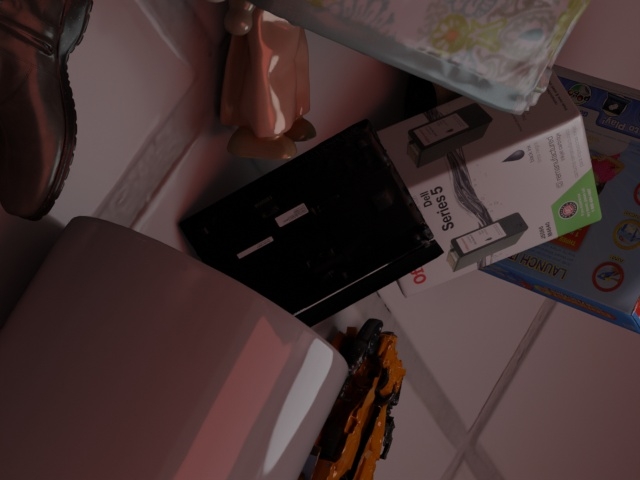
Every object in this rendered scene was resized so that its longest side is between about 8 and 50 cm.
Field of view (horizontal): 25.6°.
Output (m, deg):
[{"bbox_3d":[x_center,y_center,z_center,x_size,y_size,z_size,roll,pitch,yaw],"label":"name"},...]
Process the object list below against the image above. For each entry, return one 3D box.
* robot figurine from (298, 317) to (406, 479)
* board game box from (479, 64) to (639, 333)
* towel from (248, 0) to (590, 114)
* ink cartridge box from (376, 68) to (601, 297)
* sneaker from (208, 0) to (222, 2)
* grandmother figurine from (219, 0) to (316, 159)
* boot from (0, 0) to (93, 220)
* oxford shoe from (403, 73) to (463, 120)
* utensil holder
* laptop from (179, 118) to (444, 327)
[{"bbox_3d":[0.029,0.240,1.796,0.211,0.085,0.291,66,40,-54],"label":"robot figurine"},{"bbox_3d":[0.364,-0.067,1.936,0.302,0.308,0.086,-61,148,-9],"label":"board game box"},{"bbox_3d":[0.139,-0.310,1.351,0.374,0.090,0.320,16,107,-39],"label":"towel"},{"bbox_3d":[0.188,-0.071,1.728,0.273,0.115,0.198,-23,138,1],"label":"ink cartridge box"},{"bbox_3d":[-0.111,-0.295,1.312,0.058,0.084,0.152,4,89,-49],"label":"sneaker"},{"bbox_3d":[-0.052,-0.258,1.428,0.208,0.104,0.342,-64,158,-64],"label":"grandmother figurine"},{"bbox_3d":[-0.286,-0.140,1.183,0.161,0.083,0.246,-1,104,-48],"label":"boot"},{"bbox_3d":[0.162,-0.153,1.806,0.130,0.123,0.348,-24,135,-13],"label":"oxford shoe"},{"bbox_3d":[-0.190,0.217,1.290,0.385,0.327,0.327,-61,147,-12],"label":"utensil holder"},{"bbox_3d":[0.000,0.000,1.603,0.234,0.136,0.264,-30,117,4],"label":"laptop"}]
